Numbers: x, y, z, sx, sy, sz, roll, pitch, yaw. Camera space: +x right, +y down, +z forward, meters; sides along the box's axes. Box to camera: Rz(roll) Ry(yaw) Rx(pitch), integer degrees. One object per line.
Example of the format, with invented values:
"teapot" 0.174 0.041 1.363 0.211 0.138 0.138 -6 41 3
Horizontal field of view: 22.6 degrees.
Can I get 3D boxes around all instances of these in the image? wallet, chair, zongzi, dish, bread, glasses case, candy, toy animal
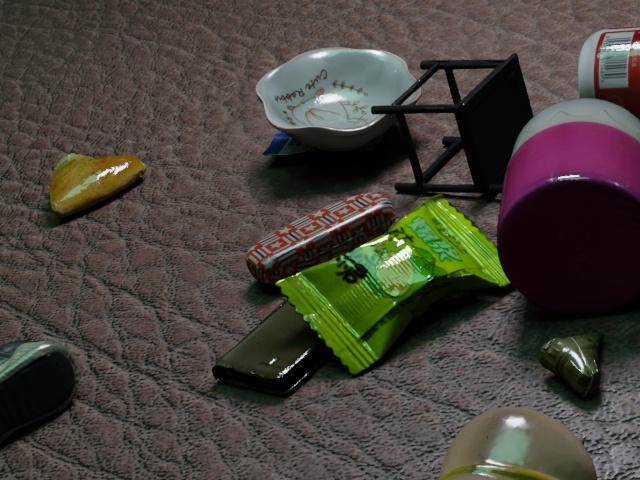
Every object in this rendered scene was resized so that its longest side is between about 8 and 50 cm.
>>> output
"wallet" -0.022 0.102 1.803 0.110 0.031 0.198 10 39 40
"chair" 0.218 -0.139 2.005 0.260 0.141 0.154 3 34 38
"zongzi" 0.273 0.122 1.610 0.083 0.040 0.076 -10 30 -26
"dish" 0.025 -0.178 2.186 0.229 0.081 0.229 -4 35 3
"bread" -0.345 -0.078 2.288 0.154 0.054 0.136 -2 34 31
"glasses case" 0.000 0.000 1.956 0.194 0.049 0.073 -25 28 -16
"candy" 0.090 0.042 1.777 0.246 0.069 0.149 -31 63 -20
"toy animal" 0.154 0.233 1.361 0.165 0.149 0.248 -15 12 36

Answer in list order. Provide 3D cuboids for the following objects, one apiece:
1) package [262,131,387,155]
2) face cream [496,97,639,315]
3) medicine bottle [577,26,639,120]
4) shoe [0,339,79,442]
"package" 0.022 -0.161 2.261 0.173 0.027 0.171 -1 31 19
"face cream" 0.283 -0.040 1.739 0.175 0.175 0.195 -8 29 16
"medicine bottle" 0.456 -0.205 1.996 0.250 0.131 0.131 1 32 28
"shoe" -0.388 0.177 1.810 0.228 0.099 0.112 -24 21 -21
